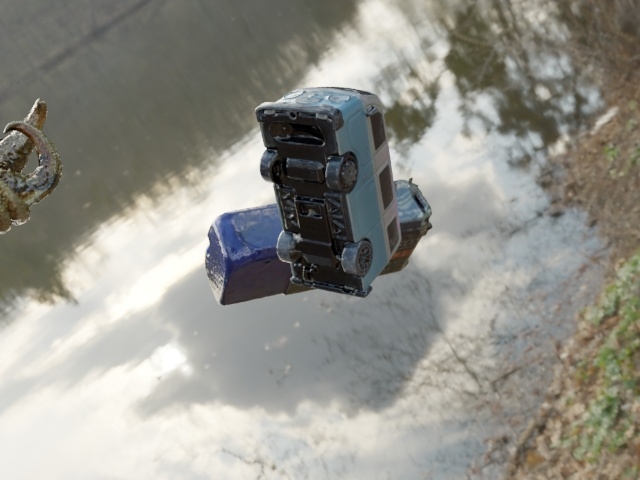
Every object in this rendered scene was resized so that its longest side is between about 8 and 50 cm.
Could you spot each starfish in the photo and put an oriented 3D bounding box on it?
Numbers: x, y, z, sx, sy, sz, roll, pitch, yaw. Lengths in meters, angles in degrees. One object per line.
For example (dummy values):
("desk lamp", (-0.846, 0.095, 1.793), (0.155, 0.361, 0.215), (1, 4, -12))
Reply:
("starfish", (-0.301, -0.072, 0.782), (0.146, 0.074, 0.190), (13, 31, 0))

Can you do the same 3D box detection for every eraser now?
("eraser", (0.000, 0.000, 1.347), (0.332, 0.101, 0.155), (-12, -29, -21))

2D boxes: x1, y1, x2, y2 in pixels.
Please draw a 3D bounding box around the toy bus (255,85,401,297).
("toy bus", (0.010, -0.036, 0.545), (0.060, 0.123, 0.075), (10, 36, 32))
